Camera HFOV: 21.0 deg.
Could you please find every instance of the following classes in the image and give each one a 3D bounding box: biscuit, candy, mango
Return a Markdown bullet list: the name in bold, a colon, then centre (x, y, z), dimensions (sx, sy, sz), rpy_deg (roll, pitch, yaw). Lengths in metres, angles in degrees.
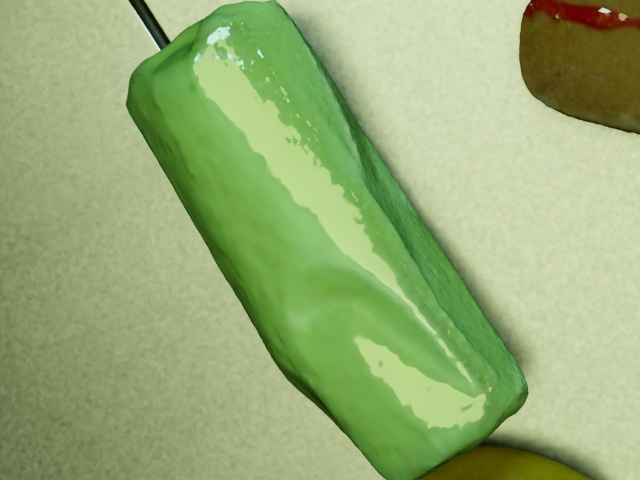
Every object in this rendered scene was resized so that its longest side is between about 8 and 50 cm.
- **biscuit**: centre (0.268, -0.185, 1.099), dimensions (0.262, 0.052, 0.277), rpy_deg (21, 107, 20)
- **candy**: centre (0.000, 0.000, 1.176), dimensions (0.142, 0.132, 0.343), rpy_deg (-33, 88, -6)
- **mango**: centre (0.132, 0.195, 1.196), dimensions (0.161, 0.076, 0.103), rpy_deg (21, 103, 16)
